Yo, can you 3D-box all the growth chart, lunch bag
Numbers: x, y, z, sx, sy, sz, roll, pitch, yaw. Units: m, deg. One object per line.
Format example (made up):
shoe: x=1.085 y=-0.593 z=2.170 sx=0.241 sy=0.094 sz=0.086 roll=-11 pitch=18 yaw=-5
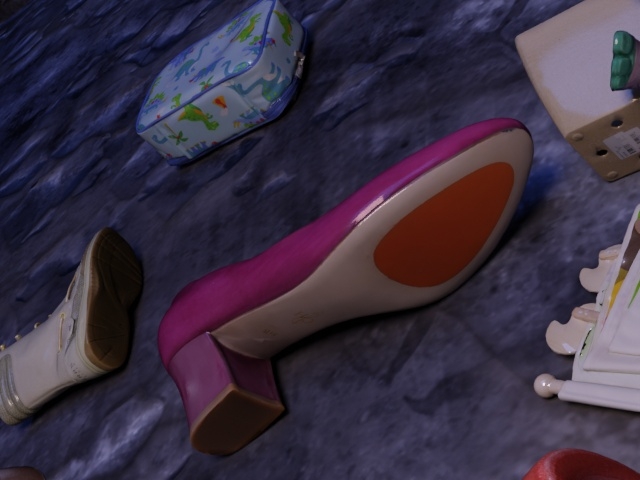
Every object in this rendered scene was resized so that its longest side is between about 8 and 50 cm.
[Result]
growth chart: x=0.244 y=0.015 z=0.668 sx=0.237 sy=0.021 sz=0.172 roll=-54 pitch=30 yaw=-16
lunch bag: x=-0.119 y=-0.200 z=1.315 sx=0.219 sy=0.090 sz=0.176 roll=-25 pitch=36 yaw=30

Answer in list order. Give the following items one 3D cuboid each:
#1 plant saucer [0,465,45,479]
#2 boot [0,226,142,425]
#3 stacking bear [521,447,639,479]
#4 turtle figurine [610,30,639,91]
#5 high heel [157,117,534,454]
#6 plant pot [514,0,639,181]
plant saucer: x=-0.350 y=0.301 z=1.030 sx=0.198 sy=0.036 sz=0.199 roll=-31 pitch=33 yaw=23
boot: x=-0.283 y=0.092 z=1.169 sx=0.165 sy=0.077 sz=0.213 roll=-33 pitch=34 yaw=23
stacking bear: x=0.069 y=0.247 z=0.463 sx=0.289 sy=0.164 sz=0.175 roll=-47 pitch=69 yaw=17
turtle figurine: x=0.307 y=-0.139 z=0.663 sx=0.234 sy=0.118 sz=0.175 roll=5 pitch=60 yaw=16
high heel: x=0.000 y=0.000 z=0.871 sx=0.377 sy=0.127 sz=0.181 roll=-40 pitch=40 yaw=15
plant pot: x=0.222 y=-0.110 z=0.778 sx=0.109 sy=0.109 sz=0.096 roll=-26 pitch=48 yaw=30
